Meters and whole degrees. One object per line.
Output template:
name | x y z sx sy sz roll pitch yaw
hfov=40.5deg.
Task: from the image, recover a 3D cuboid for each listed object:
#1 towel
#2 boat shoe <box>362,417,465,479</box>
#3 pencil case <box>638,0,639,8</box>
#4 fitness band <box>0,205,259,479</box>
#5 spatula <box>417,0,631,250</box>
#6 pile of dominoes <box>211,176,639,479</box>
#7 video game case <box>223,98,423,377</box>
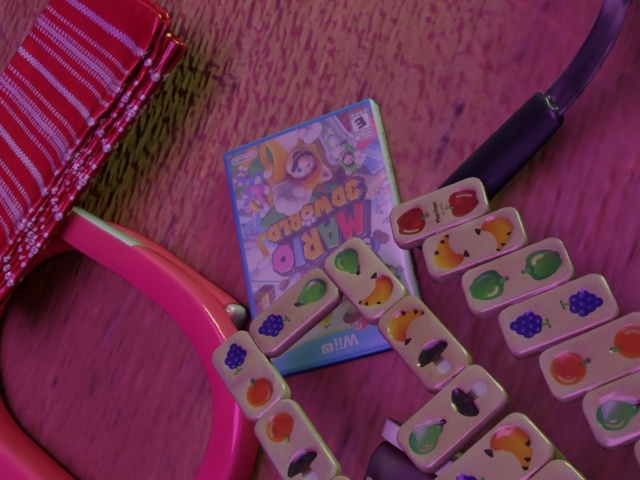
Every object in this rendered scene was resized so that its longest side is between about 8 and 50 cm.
towel | -0.223 -0.083 0.664 0.275 0.031 0.199 -53 45 6
boat shoe | 0.132 0.209 0.432 0.305 0.109 0.091 37 92 22
pencil case | 0.202 -0.196 0.493 0.086 0.088 0.206 -4 76 -13
fitness band | -0.164 0.098 0.626 0.291 0.054 0.209 31 97 27
spatula | 0.137 -0.091 0.473 0.296 0.030 0.084 -54 50 37
pile of dominoes | 0.061 0.072 0.430 0.196 0.040 0.251 -42 49 0
video game case | 0.000 0.000 0.584 0.119 0.015 0.166 -17 74 21
